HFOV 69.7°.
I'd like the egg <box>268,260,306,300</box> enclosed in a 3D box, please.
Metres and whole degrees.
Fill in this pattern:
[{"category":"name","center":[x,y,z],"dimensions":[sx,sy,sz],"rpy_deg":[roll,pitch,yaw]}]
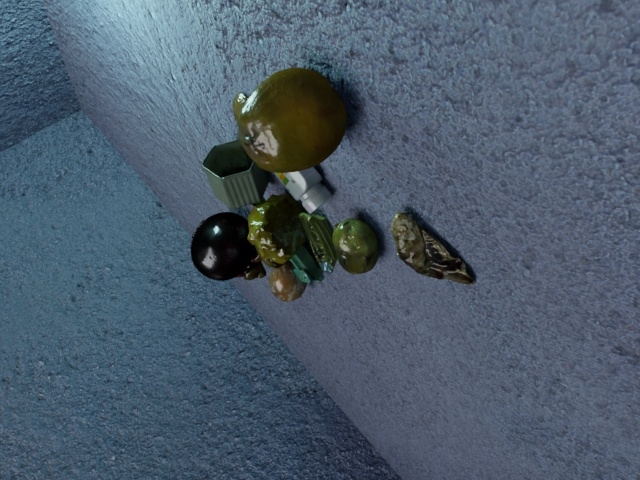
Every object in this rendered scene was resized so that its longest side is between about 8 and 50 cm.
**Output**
[{"category":"egg","center":[-0.165,0.201,2.301],"dimensions":[0.195,0.195,0.233],"rpy_deg":[28,151,41]}]

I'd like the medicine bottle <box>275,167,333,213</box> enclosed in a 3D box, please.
[{"category":"medicine bottle","center":[-0.089,-0.237,1.601],"dimensions":[0.296,0.111,0.161],"rpy_deg":[50,157,-4]}]

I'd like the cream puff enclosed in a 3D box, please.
[{"category":"cream puff","center":[-0.181,-0.046,1.860],"dimensions":[0.185,0.282,0.281],"rpy_deg":[-10,119,46]}]

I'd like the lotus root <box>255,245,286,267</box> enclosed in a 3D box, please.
[{"category":"lotus root","center":[-0.246,-0.001,2.193],"dimensions":[0.278,0.154,0.154],"rpy_deg":[62,156,0]}]

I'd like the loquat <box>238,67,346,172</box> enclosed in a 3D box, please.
[{"category":"loquat","center":[-0.071,-0.313,1.241],"dimensions":[0.276,0.284,0.276],"rpy_deg":[43,153,28]}]

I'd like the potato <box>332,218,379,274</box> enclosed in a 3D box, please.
[{"category":"potato","center":[0.120,0.028,1.589],"dimensions":[0.169,0.144,0.248],"rpy_deg":[49,160,29]}]

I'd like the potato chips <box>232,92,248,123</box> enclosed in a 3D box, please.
[{"category":"potato chips","center":[-0.263,-0.430,1.679],"dimensions":[0.195,0.062,0.208],"rpy_deg":[35,155,34]}]

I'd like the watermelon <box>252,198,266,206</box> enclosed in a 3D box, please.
[{"category":"watermelon","center":[-0.371,-0.219,2.184],"dimensions":[0.129,0.123,0.301],"rpy_deg":[26,175,-41]}]

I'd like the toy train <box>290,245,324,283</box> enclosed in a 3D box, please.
[{"category":"toy train","center":[-0.102,0.067,2.071],"dimensions":[0.298,0.120,0.194],"rpy_deg":[54,161,-17]}]

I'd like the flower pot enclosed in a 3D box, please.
[{"category":"flower pot","center":[-0.337,-0.270,1.865],"dimensions":[0.239,0.209,0.189],"rpy_deg":[33,152,30]}]

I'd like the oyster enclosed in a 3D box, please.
[{"category":"oyster","center":[0.320,0.045,1.341],"dimensions":[0.294,0.094,0.166],"rpy_deg":[35,145,17]}]

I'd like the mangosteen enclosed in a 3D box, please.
[{"category":"mangosteen","center":[-0.469,0.057,2.431],"dimensions":[0.435,0.382,0.382],"rpy_deg":[32,156,-1]}]

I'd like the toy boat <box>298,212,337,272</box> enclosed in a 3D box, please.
[{"category":"toy boat","center":[0.005,-0.002,1.833],"dimensions":[0.111,0.084,0.276],"rpy_deg":[23,142,51]}]
